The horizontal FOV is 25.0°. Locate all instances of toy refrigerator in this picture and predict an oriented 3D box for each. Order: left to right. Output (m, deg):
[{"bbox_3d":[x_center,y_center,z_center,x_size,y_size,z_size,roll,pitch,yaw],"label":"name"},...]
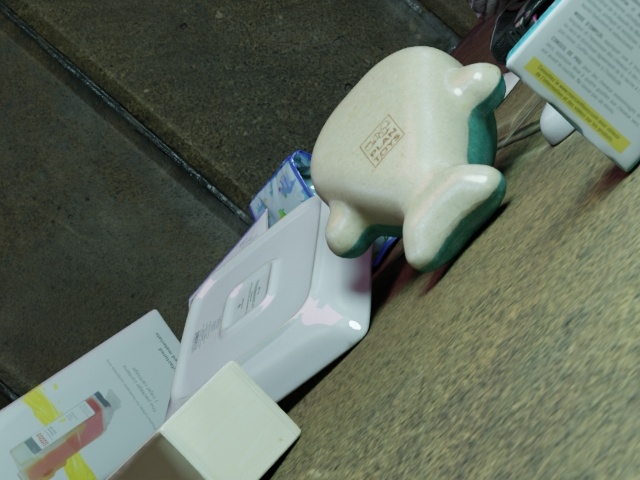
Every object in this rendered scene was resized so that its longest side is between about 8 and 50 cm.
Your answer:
[{"bbox_3d":[-0.131,0.217,1.234,0.102,0.094,0.269,-43,-1,-44],"label":"toy refrigerator"}]

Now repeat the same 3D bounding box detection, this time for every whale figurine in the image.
[{"bbox_3d":[0.098,-0.055,1.262,0.216,0.141,0.272,-49,28,10],"label":"whale figurine"}]

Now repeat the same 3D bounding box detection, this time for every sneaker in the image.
[{"bbox_3d":[0.259,-0.267,1.733,0.178,0.072,0.077,-46,6,46],"label":"sneaker"}]

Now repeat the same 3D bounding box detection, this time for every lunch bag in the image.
[{"bbox_3d":[0.000,-0.020,1.618,0.096,0.151,0.129,-51,3,-37],"label":"lunch bag"}]

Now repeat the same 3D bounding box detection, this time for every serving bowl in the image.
[{"bbox_3d":[0.205,-0.116,1.166,0.083,0.027,0.083,-49,5,5],"label":"serving bowl"}]

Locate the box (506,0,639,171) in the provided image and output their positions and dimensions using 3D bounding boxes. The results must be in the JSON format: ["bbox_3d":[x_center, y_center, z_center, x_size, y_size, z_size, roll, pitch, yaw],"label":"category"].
[{"bbox_3d":[0.226,-0.165,0.848,0.244,0.100,0.060,-48,3,15],"label":"box"}]

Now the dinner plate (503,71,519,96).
[{"bbox_3d":[0.204,-0.168,1.797,0.141,0.017,0.141,-48,5,6],"label":"dinner plate"}]

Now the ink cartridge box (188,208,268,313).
[{"bbox_3d":[-0.093,0.103,1.626,0.206,0.045,0.208,-46,34,44],"label":"ink cartridge box"}]

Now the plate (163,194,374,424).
[{"bbox_3d":[-0.058,0.068,1.434,0.278,0.045,0.277,-38,25,27],"label":"plate"}]

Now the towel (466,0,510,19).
[{"bbox_3d":[0.265,-0.383,1.757,0.235,0.121,0.284,-28,-3,5],"label":"towel"}]

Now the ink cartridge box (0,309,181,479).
[{"bbox_3d":[-0.363,0.291,1.953,0.385,0.160,0.279,-33,-5,-32],"label":"ink cartridge box"}]
